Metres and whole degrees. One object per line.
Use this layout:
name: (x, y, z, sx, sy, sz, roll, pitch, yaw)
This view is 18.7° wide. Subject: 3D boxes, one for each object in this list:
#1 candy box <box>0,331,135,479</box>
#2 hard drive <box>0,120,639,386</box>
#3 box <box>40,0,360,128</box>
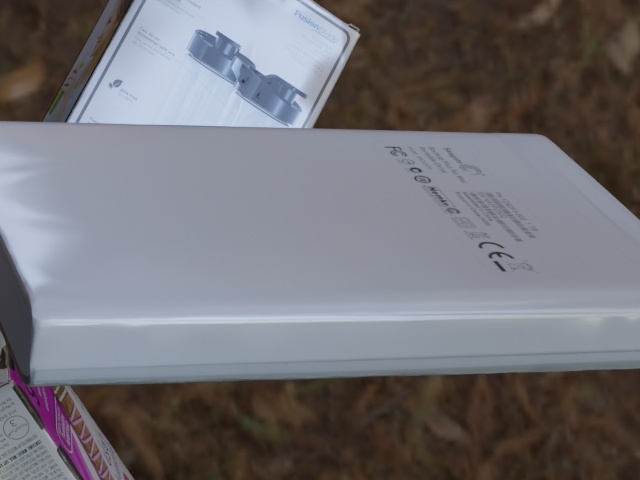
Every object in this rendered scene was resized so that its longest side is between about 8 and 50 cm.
candy box: (-0.167, 0.165, 1.253, 0.071, 0.233, 0.159, -30, 22, 0)
hard drive: (0.000, 0.000, 0.878, 0.308, 0.040, 0.203, 0, 25, -21)
box: (-0.112, -0.071, 1.430, 0.290, 0.169, 0.087, -64, 20, -14)
